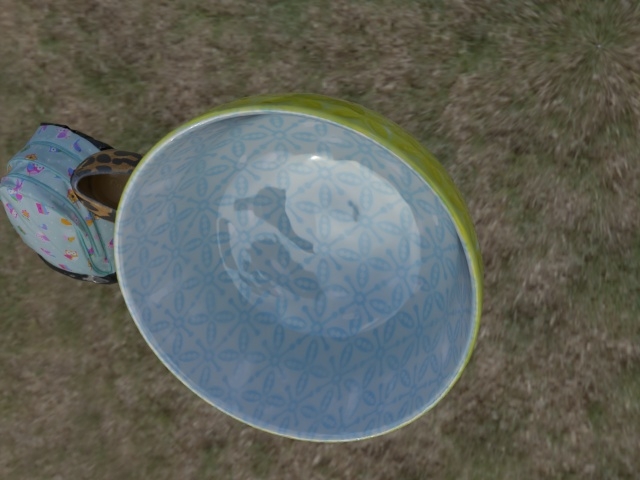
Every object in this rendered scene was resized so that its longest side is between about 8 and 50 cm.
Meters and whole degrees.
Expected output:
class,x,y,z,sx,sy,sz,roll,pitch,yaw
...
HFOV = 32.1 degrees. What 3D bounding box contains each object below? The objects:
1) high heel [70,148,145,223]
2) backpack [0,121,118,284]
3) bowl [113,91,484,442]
class,x,y,z,sx,sy,sz,roll,pitch,yaw
high heel,-0.092,-0.021,1.013,0.261,0.186,0.093,18,100,24
backpack,-0.266,-0.037,1.196,0.152,0.115,0.182,14,146,15
bowl,0.000,0.000,0.885,0.289,0.156,0.289,9,120,16
